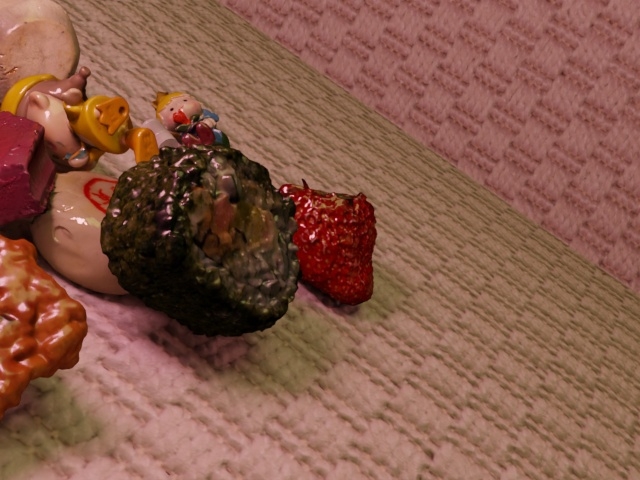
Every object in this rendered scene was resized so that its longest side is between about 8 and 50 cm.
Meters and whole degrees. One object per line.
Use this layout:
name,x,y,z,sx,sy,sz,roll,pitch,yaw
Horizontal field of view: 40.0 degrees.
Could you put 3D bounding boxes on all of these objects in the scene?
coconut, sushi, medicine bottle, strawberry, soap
coconut,-0.646,-0.406,1.859,0.244,0.245,0.247,6,15,-45
sushi,-0.183,-0.008,1.485,0.352,0.178,0.294,37,51,-47
medicine bottle,-0.381,-0.242,2.074,0.057,0.057,0.089,2,36,-49
strawberry,0.003,0.001,1.906,0.260,0.258,0.261,8,5,-1
soap,-0.541,-0.124,1.482,0.182,0.112,0.289,-11,28,-3

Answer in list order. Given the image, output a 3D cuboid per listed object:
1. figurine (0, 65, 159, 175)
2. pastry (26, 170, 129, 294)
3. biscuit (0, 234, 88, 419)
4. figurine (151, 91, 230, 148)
figurine,-0.452,-0.205,1.639,0.343,0.215,0.187,9,43,39
pastry,-0.382,-0.020,1.551,0.264,0.133,0.265,22,24,-11
biscuit,-0.486,0.104,1.109,0.318,0.110,0.312,42,47,1
figurine,-0.330,-0.287,2.128,0.234,0.127,0.185,52,10,11
